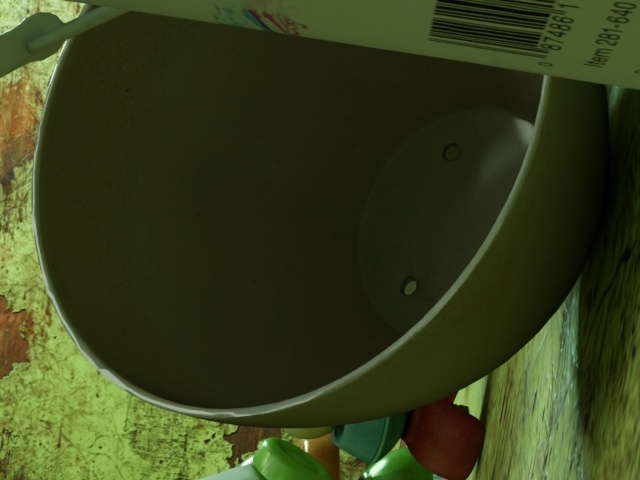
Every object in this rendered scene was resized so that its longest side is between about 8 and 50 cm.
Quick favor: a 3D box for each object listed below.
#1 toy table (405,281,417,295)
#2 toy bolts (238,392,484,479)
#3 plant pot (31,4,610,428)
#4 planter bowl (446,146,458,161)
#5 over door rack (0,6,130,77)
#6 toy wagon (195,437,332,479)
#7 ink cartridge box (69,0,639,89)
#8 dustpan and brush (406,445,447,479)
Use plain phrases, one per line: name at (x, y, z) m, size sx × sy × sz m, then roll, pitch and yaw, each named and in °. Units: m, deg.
toy table at (0.000, 0.000, 1.292) m, size 0.252 × 0.274 × 0.161 m, roll 51°, pitch -172°, yaw -40°
toy bolts at (0.023, 0.197, 1.227) m, size 0.218 × 0.158 × 0.228 m, roll -97°, pitch 18°, yaw -53°
plant pot at (0.027, -0.034, 0.770) m, size 0.191 × 0.284 × 0.284 m, roll 28°, pitch -113°, yaw -51°
planter bowl at (0.085, -0.074, 0.952) m, size 0.109 × 0.162 × 0.162 m, roll 0°, pitch 79°, yaw 64°
over door rack at (-0.015, -0.180, 0.543) m, size 0.239 × 0.324 × 0.108 m, roll 77°, pitch 174°, yaw -48°
toy wagon at (-0.071, 0.262, 1.072) m, size 0.267 × 0.344 × 0.068 m, roll -57°, pitch 24°, yaw 6°
ink cartridge box at (-0.002, -0.129, 0.311) m, size 0.201 × 0.278 × 0.117 m, roll 94°, pitch -175°, yaw -74°
dustpan and brush at (0.089, 0.215, 1.435) m, size 0.211 × 0.060 × 0.147 m, roll 67°, pitch -148°, yaw -87°
